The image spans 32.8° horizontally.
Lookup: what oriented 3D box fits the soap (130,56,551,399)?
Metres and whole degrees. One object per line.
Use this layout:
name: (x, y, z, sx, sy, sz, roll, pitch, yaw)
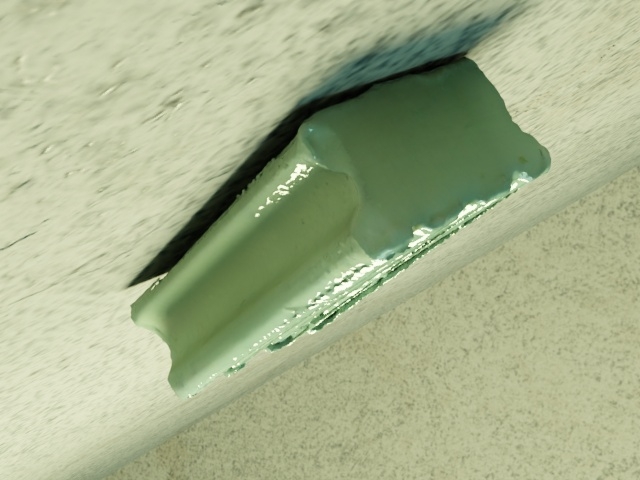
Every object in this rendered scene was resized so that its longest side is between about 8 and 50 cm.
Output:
soap: (0.000, 0.000, 0.499, 0.115, 0.063, 0.198, -25, 171, -38)
